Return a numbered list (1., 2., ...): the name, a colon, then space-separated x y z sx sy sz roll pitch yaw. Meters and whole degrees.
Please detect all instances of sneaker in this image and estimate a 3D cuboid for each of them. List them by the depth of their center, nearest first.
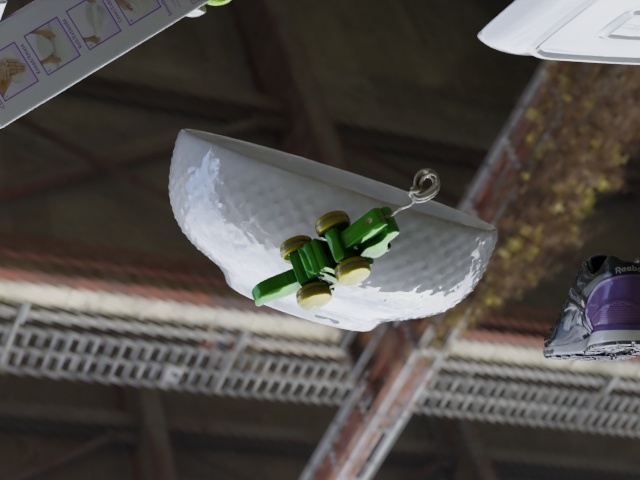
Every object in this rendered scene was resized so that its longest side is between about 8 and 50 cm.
1. sneaker: 0.356 0.084 1.962 0.107 0.283 0.124 2 -99 -10

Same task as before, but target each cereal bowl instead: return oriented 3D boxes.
1. cereal bowl: 0.000 0.000 1.586 0.338 0.141 0.339 18 -174 -2

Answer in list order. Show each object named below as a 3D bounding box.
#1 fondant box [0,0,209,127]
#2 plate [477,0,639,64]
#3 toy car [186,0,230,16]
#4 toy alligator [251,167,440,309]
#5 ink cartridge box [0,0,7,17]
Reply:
1. fondant box: -0.262 -0.232 1.691 0.330 0.238 0.096 -36 -76 -20
2. plate: 0.358 -0.258 1.758 0.277 0.278 0.045 1 -107 -23
3. toy car: -0.209 -0.467 2.570 0.182 0.159 0.136 52 -170 2
4. toy alligator: 0.029 0.005 1.253 0.051 0.189 0.056 25 -142 -55
5. ink cartridge box: -0.443 -0.317 1.928 0.092 0.219 0.160 5 -110 -20
